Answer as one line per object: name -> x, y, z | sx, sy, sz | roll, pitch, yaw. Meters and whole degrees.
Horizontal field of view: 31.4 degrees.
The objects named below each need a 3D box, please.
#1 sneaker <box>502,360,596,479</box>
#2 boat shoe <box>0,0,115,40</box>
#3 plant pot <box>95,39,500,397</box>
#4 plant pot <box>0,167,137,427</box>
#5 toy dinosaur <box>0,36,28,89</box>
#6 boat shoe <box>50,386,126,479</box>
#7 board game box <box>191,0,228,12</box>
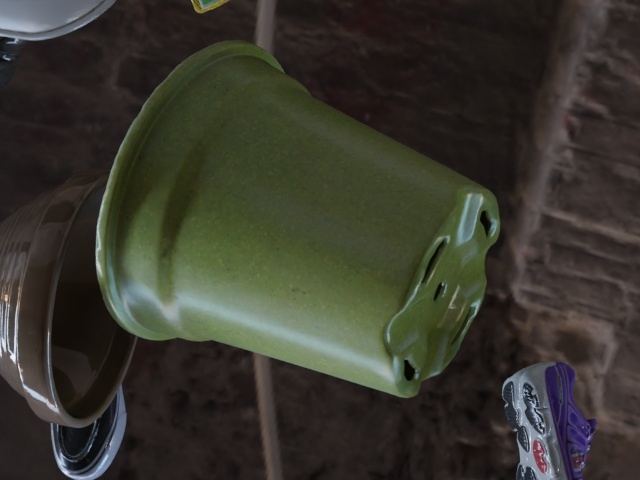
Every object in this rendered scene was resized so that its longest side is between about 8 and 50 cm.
sneaker -> 0.208, 0.184, 0.960 | 0.071, 0.170, 0.068 | -15, -168, -26
boat shoe -> -0.275, -0.207, 0.930 | 0.254, 0.095, 0.079 | -12, -142, 20
plant pot -> 0.000, 0.000, 0.951 | 0.254, 0.276, 0.276 | 22, -161, 25
plant pot -> -0.247, 0.046, 1.044 | 0.109, 0.237, 0.237 | 9, -163, 10
toy dinosaur -> -0.471, -0.216, 1.483 | 0.121, 0.313, 0.160 | 41, -178, 12
boat shoe -> -0.327, 0.176, 1.584 | 0.113, 0.306, 0.105 | 5, 165, 18
board game box -> -0.084, -0.397, 1.467 | 0.259, 0.124, 0.039 | -20, -177, 29
